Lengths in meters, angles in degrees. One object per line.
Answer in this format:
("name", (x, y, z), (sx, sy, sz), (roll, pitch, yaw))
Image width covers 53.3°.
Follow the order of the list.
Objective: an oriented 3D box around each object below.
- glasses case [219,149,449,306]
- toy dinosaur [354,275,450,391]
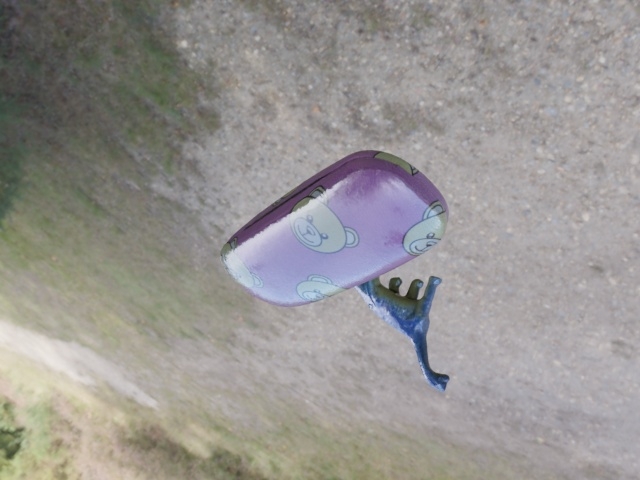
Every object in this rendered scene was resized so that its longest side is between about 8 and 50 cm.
("glasses case", (0.000, 0.000, 0.690), (0.123, 0.076, 0.316), (39, 142, -19))
("toy dinosaur", (0.117, 0.139, 1.106), (0.248, 0.188, 0.075), (14, 157, 10))
